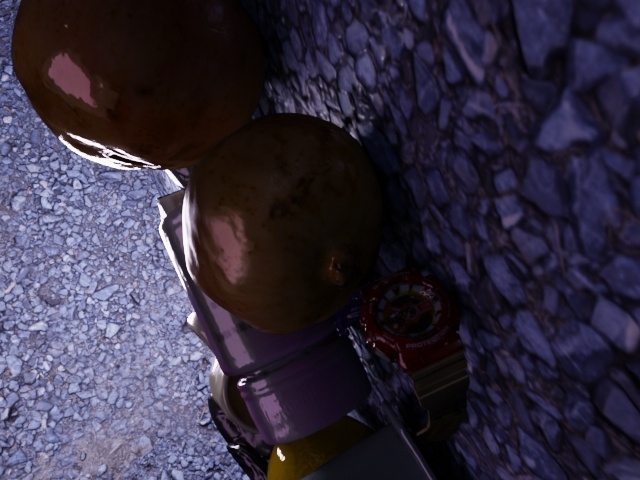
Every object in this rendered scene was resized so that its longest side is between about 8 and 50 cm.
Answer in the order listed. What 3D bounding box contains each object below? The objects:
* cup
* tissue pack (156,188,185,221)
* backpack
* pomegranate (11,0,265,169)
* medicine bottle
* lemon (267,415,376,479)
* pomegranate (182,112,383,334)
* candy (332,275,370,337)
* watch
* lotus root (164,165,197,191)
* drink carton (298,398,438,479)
[{"bbox_3d":[-0.158,0.254,1.142,0.255,0.173,0.202,24,169,-14],"label":"cup"},{"bbox_3d":[-0.190,-0.008,1.175,0.225,0.185,0.124,54,156,32],"label":"tissue pack"},{"bbox_3d":[-0.100,0.469,1.445,0.446,0.255,0.363,47,160,12],"label":"backpack"},{"bbox_3d":[-0.232,-0.259,0.806,0.338,0.338,0.338,54,159,32],"label":"pomegranate"},{"bbox_3d":[-0.084,0.104,0.956,0.388,0.219,0.219,65,163,3],"label":"medicine bottle"},{"bbox_3d":[0.022,0.429,1.065,0.263,0.235,0.236,-128,14,-87],"label":"lemon"},{"bbox_3d":[-0.039,-0.017,0.663,0.248,0.248,0.248,54,159,32],"label":"pomegranate"},{"bbox_3d":[0.000,0.000,0.831,0.275,0.070,0.145,68,156,8],"label":"candy"},{"bbox_3d":[0.106,0.141,0.696,0.268,0.102,0.165,79,167,-61],"label":"watch"},{"bbox_3d":[-0.246,-0.188,1.136,0.349,0.175,0.175,53,158,35],"label":"lotus root"},{"bbox_3d":[0.073,0.359,0.848,0.191,0.189,0.185,57,180,23],"label":"drink carton"}]
